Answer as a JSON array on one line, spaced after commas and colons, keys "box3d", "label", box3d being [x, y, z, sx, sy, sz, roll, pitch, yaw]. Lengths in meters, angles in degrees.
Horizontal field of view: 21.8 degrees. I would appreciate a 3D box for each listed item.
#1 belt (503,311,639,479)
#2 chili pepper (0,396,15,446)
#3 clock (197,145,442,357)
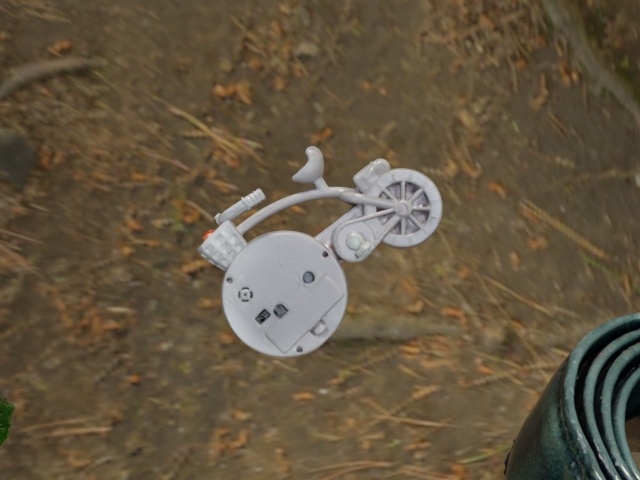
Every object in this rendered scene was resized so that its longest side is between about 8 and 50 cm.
[{"box3d": [0.214, 0.132, 0.912, 0.206, 0.267, 0.116, 31, 122, 9], "label": "belt"}, {"box3d": [-0.189, -0.012, 0.653, 0.083, 0.099, 0.253, -5, 100, 48], "label": "chili pepper"}, {"box3d": [0.000, 0.000, 0.859, 0.129, 0.041, 0.087, -37, 90, 0], "label": "clock"}]
